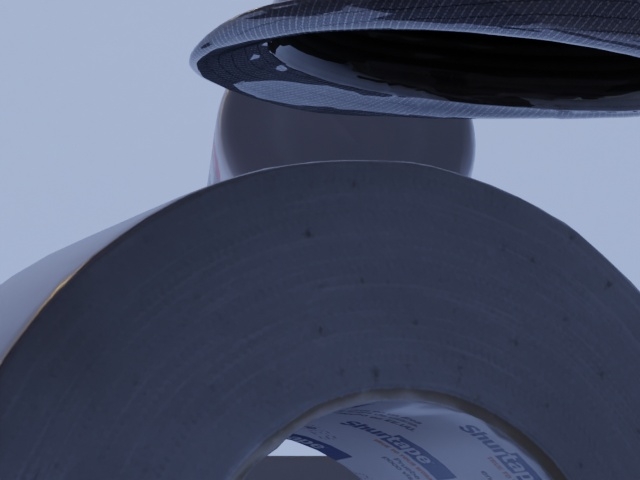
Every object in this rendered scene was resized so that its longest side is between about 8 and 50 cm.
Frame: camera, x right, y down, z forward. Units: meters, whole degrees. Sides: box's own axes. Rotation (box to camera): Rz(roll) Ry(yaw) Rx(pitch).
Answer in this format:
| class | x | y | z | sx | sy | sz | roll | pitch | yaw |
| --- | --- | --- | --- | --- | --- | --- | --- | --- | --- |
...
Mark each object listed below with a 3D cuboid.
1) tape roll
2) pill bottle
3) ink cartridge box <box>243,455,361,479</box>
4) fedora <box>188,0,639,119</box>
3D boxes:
| class | x | y | z | sx | sy | sz | roll | pitch | yaw |
| --- | --- | --- | --- | --- | --- | --- | --- | --- | --- |
| tape roll | 0.002 | 0.094 | 0.401 | 0.219 | 0.072 | 0.219 | 9 | -106 | -31 |
| pill bottle | 0.000 | 0.000 | 1.204 | 0.161 | 0.283 | 0.161 | 4 | -119 | -6 |
| ink cartridge box | -0.069 | 0.187 | 0.647 | 0.308 | 0.223 | 0.129 | 3 | -131 | -24 |
| fedora | 0.078 | -0.134 | 0.870 | 0.275 | 0.244 | 0.124 | 1 | -97 | 34 |
